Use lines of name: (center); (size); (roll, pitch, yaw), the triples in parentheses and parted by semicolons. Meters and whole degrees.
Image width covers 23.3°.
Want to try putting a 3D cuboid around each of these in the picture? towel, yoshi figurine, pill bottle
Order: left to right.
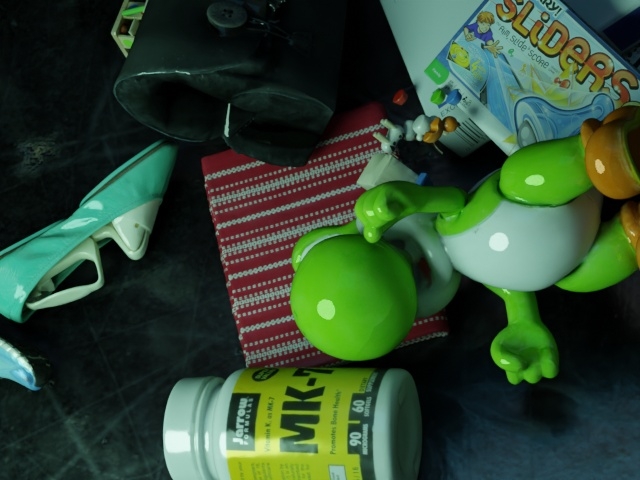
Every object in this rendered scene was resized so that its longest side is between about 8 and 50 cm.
pill bottle: (-0.024, 0.170, 1.364); (0.208, 0.119, 0.119); (-2, 61, 17)
towel: (0.000, 0.000, 1.508); (0.198, 0.031, 0.275); (-17, 59, 5)
yoshi figurine: (0.121, 0.019, 1.306); (0.362, 0.203, 0.204); (-16, 73, 30)

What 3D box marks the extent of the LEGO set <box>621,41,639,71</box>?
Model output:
LEGO set: (0.362, -0.228, 1.484); (0.227, 0.087, 0.093); (-50, 50, 7)

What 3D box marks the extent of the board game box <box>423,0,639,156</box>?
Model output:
board game box: (0.208, -0.137, 1.412); (0.201, 0.035, 0.136); (47, 108, 21)

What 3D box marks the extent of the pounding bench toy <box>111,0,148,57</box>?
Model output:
pounding bench toy: (-0.192, -0.236, 1.671); (0.065, 0.083, 0.052); (9, 65, 21)

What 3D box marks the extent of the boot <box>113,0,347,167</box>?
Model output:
boot: (-0.146, -0.301, 1.599); (0.367, 0.146, 0.445); (7, 59, 1)

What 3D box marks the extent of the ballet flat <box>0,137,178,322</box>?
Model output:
ballet flat: (-0.227, 0.000, 1.562); (0.247, 0.083, 0.087); (-36, 81, -4)

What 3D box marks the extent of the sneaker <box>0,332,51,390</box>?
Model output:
sneaker: (-0.336, 0.124, 1.537); (0.162, 0.063, 0.073); (15, 84, 29)

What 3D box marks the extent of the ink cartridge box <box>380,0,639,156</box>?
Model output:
ink cartridge box: (0.205, -0.299, 1.531); (0.324, 0.071, 0.330); (-34, 56, 21)

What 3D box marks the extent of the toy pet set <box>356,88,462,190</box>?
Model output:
toy pet set: (0.096, -0.079, 1.462); (0.114, 0.065, 0.122); (-58, 23, -7)
